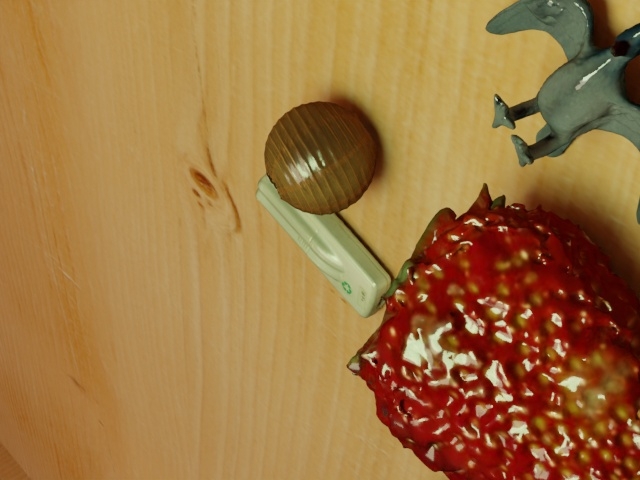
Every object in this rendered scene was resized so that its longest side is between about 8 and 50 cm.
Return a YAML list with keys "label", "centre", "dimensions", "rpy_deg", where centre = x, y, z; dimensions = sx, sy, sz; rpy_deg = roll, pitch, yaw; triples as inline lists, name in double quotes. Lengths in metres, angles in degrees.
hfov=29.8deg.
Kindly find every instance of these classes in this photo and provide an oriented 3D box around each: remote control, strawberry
- label: "remote control"
  centre: [0.001, 0.000, 1.569]
  dimensions: [0.230, 0.049, 0.090]
  rpy_deg: [48, 150, 20]
- label: "strawberry"
  centre: [0.215, 0.124, 1.143]
  dimensions: [0.343, 0.292, 0.292]
  rpy_deg: [34, 140, 31]

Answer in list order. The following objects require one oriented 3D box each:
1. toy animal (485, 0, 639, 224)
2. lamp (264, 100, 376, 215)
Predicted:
- label: "toy animal"
  centre: [0.244, -0.127, 1.075]
  dimensions: [0.239, 0.176, 0.255]
  rpy_deg: [61, -176, 7]
- label: "lamp"
  centre: [-0.001, -0.096, 1.412]
  dimensions: [0.136, 0.136, 0.136]
  rpy_deg: [37, 142, 36]
